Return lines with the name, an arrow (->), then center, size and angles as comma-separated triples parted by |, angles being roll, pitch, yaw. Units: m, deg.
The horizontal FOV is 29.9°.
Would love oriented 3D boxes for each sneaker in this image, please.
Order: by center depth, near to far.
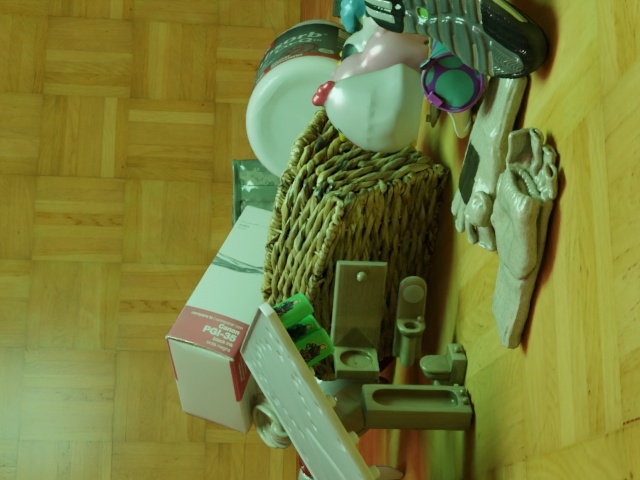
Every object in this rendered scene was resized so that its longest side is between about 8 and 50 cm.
sneaker -> 0.155, -0.235, 1.135 | 0.229, 0.132, 0.086 | 34, 146, 41

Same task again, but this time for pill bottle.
pill bottle -> -0.007, -0.241, 1.980 | 0.363, 0.210, 0.210 | -88, 2, -68

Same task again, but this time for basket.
basket -> 0.000, 0.000, 1.535 | 0.223, 0.213, 0.299 | 40, 138, 37

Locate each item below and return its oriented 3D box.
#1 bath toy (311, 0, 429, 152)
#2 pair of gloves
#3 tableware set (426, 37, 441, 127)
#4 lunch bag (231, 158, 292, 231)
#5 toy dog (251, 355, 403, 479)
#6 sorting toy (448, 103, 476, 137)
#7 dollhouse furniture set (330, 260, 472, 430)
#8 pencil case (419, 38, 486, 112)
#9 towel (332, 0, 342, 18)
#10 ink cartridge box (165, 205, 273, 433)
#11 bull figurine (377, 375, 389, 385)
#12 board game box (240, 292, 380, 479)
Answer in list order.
bath toy -> 0.067, -0.215, 1.471 | 0.348, 0.129, 0.151 | -79, -4, -55
pair of gloves -> 0.169, -0.042, 1.133 | 0.240, 0.042, 0.204 | -97, 11, -51
tableware set -> 0.138, -0.216, 1.383 | 0.141, 0.020, 0.168 | -48, -38, -67
lunch bag -> -0.035, 0.002, 2.070 | 0.169, 0.235, 0.287 | -58, -32, -86
toy dog -> 0.036, 0.248, 1.690 | 0.220, 0.161, 0.333 | 59, 156, 17
sorting toy -> 0.154, -0.155, 1.314 | 0.083, 0.045, 0.075 | -61, -36, -57
dollhouse furniture set -> 0.090, 0.113, 1.322 | 0.151, 0.144, 0.123 | -97, 10, -62
pencil case -> 0.138, -0.190, 1.216 | 0.064, 0.070, 0.151 | 49, -151, -18
towel -> 0.071, -0.594, 2.240 | 0.271, 0.040, 0.370 | -113, 28, -73
ink cartridge box -> -0.112, 0.118, 1.845 | 0.207, 0.117, 0.283 | 85, -153, -49
bull figurine -> 0.051, 0.086, 1.784 | 0.188, 0.101, 0.310 | 44, 133, 37
board game box -> 0.039, 0.255, 1.324 | 0.390, 0.050, 0.390 | 59, 168, 7
